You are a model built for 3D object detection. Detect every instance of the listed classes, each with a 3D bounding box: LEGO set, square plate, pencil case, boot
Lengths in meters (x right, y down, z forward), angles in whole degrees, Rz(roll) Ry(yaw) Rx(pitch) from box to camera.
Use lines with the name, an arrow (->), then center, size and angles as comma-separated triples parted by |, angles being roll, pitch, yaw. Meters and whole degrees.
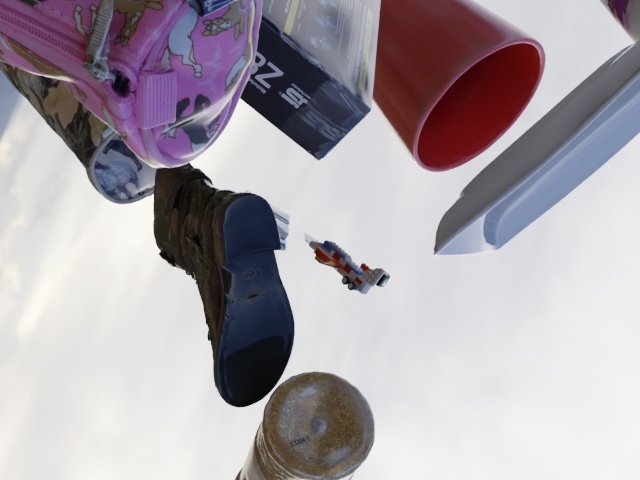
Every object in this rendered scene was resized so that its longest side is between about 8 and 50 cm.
LEGO set -> 0.000, 0.000, 1.940 | 0.060, 0.244, 0.182 | -57, -172, 12
square plate -> 0.286, -0.109, 1.585 | 0.347, 0.049, 0.344 | -42, 168, 15
pencil case -> -0.232, -0.200, 1.031 | 0.160, 0.386, 0.167 | -56, 162, -16
pencil case -> -0.373, -0.245, 2.064 | 0.410, 0.160, 0.183 | 48, -21, 29
boot -> -0.121, 0.034, 1.534 | 0.229, 0.091, 0.263 | 22, -65, 59

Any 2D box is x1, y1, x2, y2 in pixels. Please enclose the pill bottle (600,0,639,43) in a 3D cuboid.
pill bottle -> 0.422, -0.372, 1.780 | 0.169, 0.169, 0.301 | -57, -143, 29

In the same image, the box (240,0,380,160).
box -> -0.075, -0.301, 1.515 | 0.097, 0.318, 0.395 | -44, -160, 27

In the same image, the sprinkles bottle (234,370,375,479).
sprinkles bottle -> -0.029, 0.260, 1.560 | 0.355, 0.121, 0.121 | 110, -7, -63

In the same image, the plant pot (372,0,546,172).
plant pot -> 0.180, -0.286, 2.199 | 0.243, 0.275, 0.275 | 48, -58, 26
